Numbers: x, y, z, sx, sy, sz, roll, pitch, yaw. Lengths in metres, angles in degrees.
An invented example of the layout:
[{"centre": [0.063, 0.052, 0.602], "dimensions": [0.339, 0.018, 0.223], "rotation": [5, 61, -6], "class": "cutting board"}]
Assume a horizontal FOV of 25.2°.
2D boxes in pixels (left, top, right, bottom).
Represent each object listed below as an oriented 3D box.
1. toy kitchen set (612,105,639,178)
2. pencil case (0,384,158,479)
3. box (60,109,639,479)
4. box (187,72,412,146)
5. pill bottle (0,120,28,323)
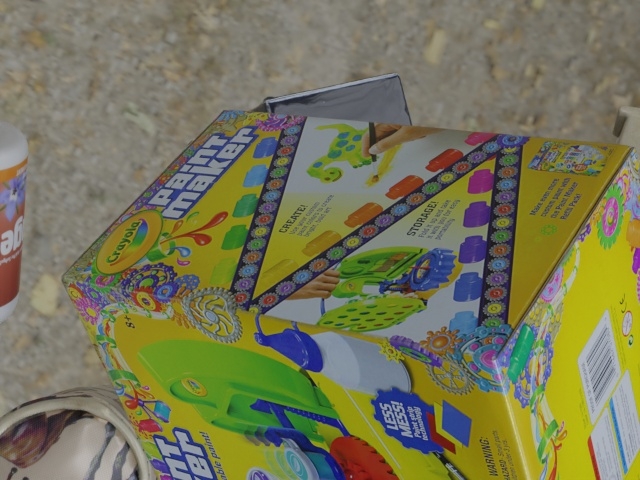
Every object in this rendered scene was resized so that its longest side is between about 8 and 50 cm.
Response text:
[{"centre": [0.338, -0.008, 1.498], "dimensions": [0.207, 0.122, 0.166], "rotation": [91, 20, -54], "class": "toy kitchen set"}, {"centre": [-0.207, 0.227, 1.350], "dimensions": [0.183, 0.160, 0.410], "rotation": [-58, 175, -2], "class": "pencil case"}, {"centre": [0.048, 0.096, 0.851], "dimensions": [0.177, 0.279, 0.290], "rotation": [-50, 135, -37], "class": "box"}, {"centre": [0.000, 0.000, 1.753], "dimensions": [0.179, 0.312, 0.343], "rotation": [-15, 91, -23], "class": "box"}, {"centre": [-0.323, 0.005, 1.255], "dimensions": [0.121, 0.121, 0.216], "rotation": [-12, 120, -40], "class": "pill bottle"}]
